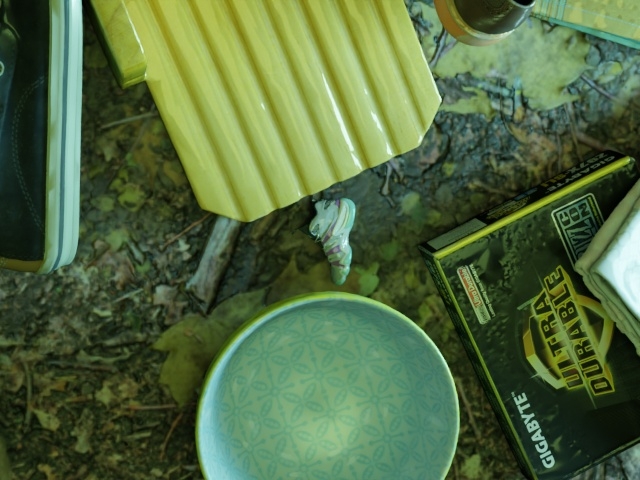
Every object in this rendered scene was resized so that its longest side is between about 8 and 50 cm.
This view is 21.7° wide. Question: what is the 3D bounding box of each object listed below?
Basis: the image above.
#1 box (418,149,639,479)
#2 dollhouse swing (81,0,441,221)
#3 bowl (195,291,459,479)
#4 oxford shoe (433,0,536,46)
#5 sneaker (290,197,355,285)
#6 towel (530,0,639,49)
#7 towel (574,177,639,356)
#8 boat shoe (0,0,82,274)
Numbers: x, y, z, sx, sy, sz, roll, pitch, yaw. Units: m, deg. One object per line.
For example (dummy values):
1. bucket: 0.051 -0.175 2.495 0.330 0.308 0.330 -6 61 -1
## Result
1. box: 0.295 0.092 1.929 0.257 0.079 0.322 -27 105 -7
2. dollhouse swing: -0.031 -0.198 1.706 0.347 0.315 0.305 -24 93 -6
3. bowl: -0.005 0.182 1.843 0.289 0.156 0.289 -2 102 -11
4. oxford shoe: 0.176 -0.394 1.746 0.130 0.133 0.363 -9 87 -20
5. sneaker: 0.000 0.000 1.871 0.069 0.038 0.098 4 91 -11
6. towel: 0.382 -0.349 1.877 0.370 0.040 0.271 13 97 -12
7. towel: 0.473 0.033 1.910 0.317 0.053 0.332 -48 114 -19
8. boat shoe: -0.314 -0.202 1.566 0.156 0.187 0.500 -4 111 -19
